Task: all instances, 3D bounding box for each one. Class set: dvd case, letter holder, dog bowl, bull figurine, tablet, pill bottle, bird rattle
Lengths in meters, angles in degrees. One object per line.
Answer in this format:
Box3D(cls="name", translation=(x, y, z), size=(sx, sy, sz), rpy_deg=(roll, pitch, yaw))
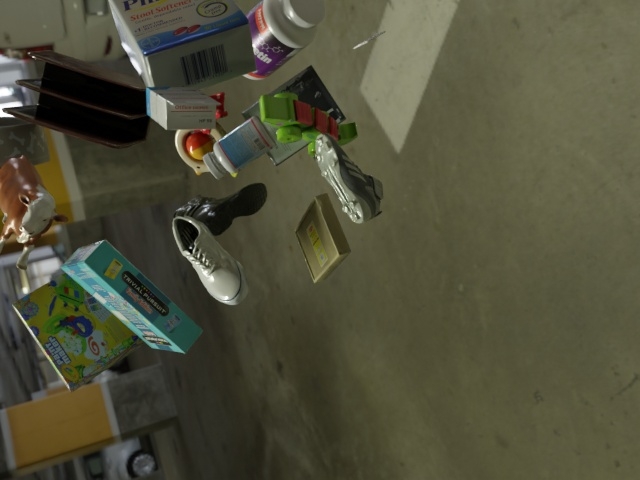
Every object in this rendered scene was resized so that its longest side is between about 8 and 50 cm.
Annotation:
Box3D(cls="dvd case", translation=(-0.075, -0.347, 1.900), size=(0.179, 0.238, 0.029), rpy_deg=(57, -172, 1))
Box3D(cls="letter holder", translation=(-0.584, -0.345, 1.662), size=(0.214, 0.301, 0.152), rpy_deg=(-67, -5, -73))
Box3D(cls="dog bowl", translation=(-0.865, -0.250, 1.722), size=(0.348, 0.348, 0.102), rpy_deg=(-149, 57, -61))
Box3D(cls="bull figurine", translation=(-0.638, -0.062, 1.458), size=(0.188, 0.101, 0.310), rpy_deg=(-54, 42, 13))
Box3D(cls="tablet", translation=(0.124, -0.504, 1.710), size=(0.054, 0.083, 0.006), rpy_deg=(-10, 113, 48))
Box3D(cls="pill bottle", translation=(-0.191, -0.213, 1.591), size=(0.087, 0.160, 0.087), rpy_deg=(56, -175, -8))
Box3D(cls="pill bottle", translation=(-0.132, -0.614, 1.996), size=(0.323, 0.181, 0.182), rpy_deg=(-23, 81, 50))
Box3D(cls="bird rattle", translation=(-0.319, -0.282, 1.907), size=(0.253, 0.206, 0.143), rpy_deg=(52, -151, -28))

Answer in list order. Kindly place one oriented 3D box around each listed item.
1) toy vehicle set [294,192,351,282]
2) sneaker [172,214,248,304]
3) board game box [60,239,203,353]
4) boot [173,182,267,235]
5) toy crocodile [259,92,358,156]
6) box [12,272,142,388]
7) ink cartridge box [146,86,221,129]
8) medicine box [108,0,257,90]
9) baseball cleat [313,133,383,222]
Box3D(cls="toy vehicle set", translation=(0.000, 0.000, 1.816), size=(0.267, 0.035, 0.166), rpy_deg=(128, 123, -67))
Box3D(cls="sneaker", translation=(-0.251, 0.042, 1.482), size=(0.258, 0.094, 0.091), rpy_deg=(45, -173, 35))
Box3D(cls="board game box", translation=(-0.487, 0.148, 1.751), size=(0.336, 0.079, 0.253), rpy_deg=(47, 154, -20))
Box3D(cls="boot", translation=(-0.277, -0.105, 1.877), size=(0.161, 0.246, 0.084), rpy_deg=(18, 129, 36))
Box3D(cls="toy crocodile", translation=(-0.030, -0.300, 1.746), size=(0.105, 0.340, 0.115), rpy_deg=(-15, 72, 35))
Box3D(cls="box", translation=(-0.695, 0.244, 2.011), size=(0.290, 0.279, 0.177), rpy_deg=(55, 156, 3))
Box3D(cls="ink cartridge box", translation=(-0.277, -0.264, 1.372), size=(0.180, 0.104, 0.060), rpy_deg=(38, 128, 54))
Box3D(cls="medicine box", translation=(-0.335, -0.502, 1.649), size=(0.289, 0.263, 0.149), rpy_deg=(56, 162, 34))
Box3D(cls="baseball cleat", translation=(0.063, -0.137, 1.440), size=(0.072, 0.109, 0.206), rpy_deg=(-22, 92, 53))
